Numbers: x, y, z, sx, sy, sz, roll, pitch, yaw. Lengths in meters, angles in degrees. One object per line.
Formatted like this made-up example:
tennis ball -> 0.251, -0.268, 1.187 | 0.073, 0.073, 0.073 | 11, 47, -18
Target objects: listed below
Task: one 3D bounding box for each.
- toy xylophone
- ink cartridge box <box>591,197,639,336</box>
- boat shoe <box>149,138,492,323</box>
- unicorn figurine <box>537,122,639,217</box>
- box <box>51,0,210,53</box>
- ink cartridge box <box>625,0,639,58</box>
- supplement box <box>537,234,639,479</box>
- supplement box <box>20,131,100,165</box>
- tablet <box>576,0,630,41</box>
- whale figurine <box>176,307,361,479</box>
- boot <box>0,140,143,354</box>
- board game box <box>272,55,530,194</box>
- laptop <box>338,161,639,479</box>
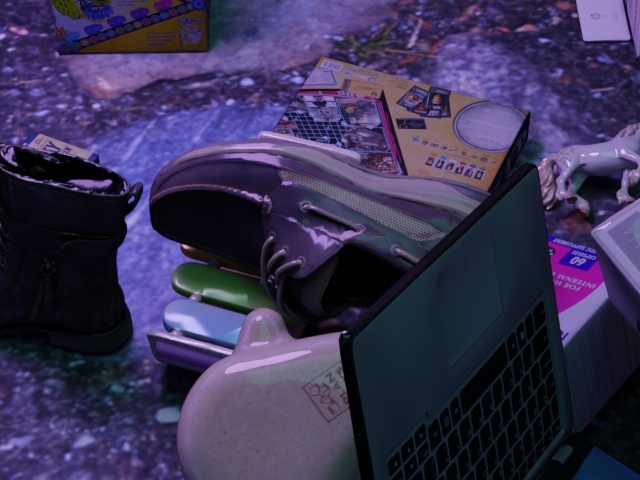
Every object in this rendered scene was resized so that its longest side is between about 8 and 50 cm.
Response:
toy xylophone -> -0.031, 0.031, 1.956 | 0.236, 0.081, 0.322 | 8, 46, 8
ink cartridge box -> 0.359, 0.134, 1.726 | 0.066, 0.261, 0.296 | -34, 59, -2
boat shoe -> 0.000, 0.000, 1.836 | 0.355, 0.132, 0.130 | 8, 51, 16
unicorn figurine -> 0.304, -0.079, 2.077 | 0.162, 0.060, 0.111 | 1, 46, 1
box -> -0.216, -0.410, 2.260 | 0.177, 0.279, 0.290 | -1, 44, -1
ink cartridge box -> 0.393, -0.332, 2.260 | 0.092, 0.158, 0.218 | -4, 45, 0
supplement box -> 0.202, 0.109, 1.842 | 0.111, 0.114, 0.220 | 17, 47, 36
supplement box -> -0.272, -0.054, 2.040 | 0.083, 0.083, 0.056 | 20, 49, 19
tablet -> 0.325, -0.257, 2.293 | 0.054, 0.006, 0.083 | -1, 45, 0
whale figurine -> 0.005, 0.152, 1.762 | 0.272, 0.141, 0.216 | -37, 77, -6
boot -> -0.289, -0.006, 1.890 | 0.263, 0.229, 0.091 | 8, 46, 8
board game box -> 0.081, -0.104, 2.117 | 0.243, 0.042, 0.165 | 17, 47, 17
laptop -> 0.224, 0.188, 1.547 | 0.236, 0.408, 0.382 | 0, 21, 27
